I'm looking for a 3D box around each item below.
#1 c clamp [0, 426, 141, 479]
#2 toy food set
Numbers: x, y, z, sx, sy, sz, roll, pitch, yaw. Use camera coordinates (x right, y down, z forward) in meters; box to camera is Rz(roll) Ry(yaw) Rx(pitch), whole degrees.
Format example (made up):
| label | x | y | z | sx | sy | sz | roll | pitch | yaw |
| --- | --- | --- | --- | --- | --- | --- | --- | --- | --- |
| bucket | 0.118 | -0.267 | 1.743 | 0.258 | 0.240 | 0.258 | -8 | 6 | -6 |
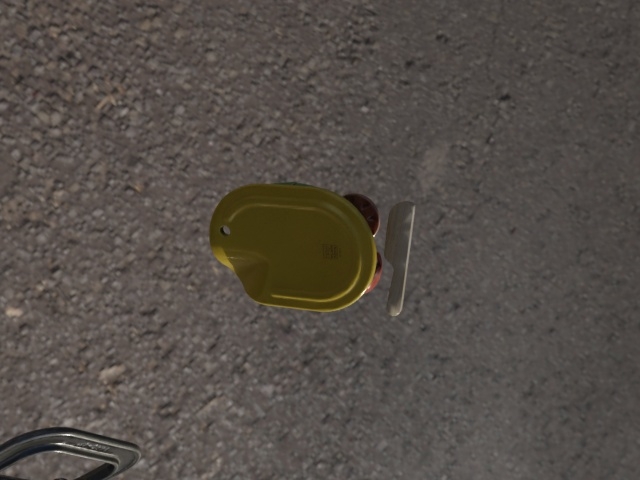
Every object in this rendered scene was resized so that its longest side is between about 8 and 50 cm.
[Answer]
| label | x | y | z | sx | sy | sz | roll | pitch | yaw |
| --- | --- | --- | --- | --- | --- | --- | --- | --- | --- |
| c clamp | -0.224 | 0.179 | 0.747 | 0.137 | 0.022 | 0.161 | -35 | 148 | 18 |
| toy food set | 0.000 | 0.000 | 0.956 | 0.071 | 0.218 | 0.128 | -38 | 130 | -59 |
